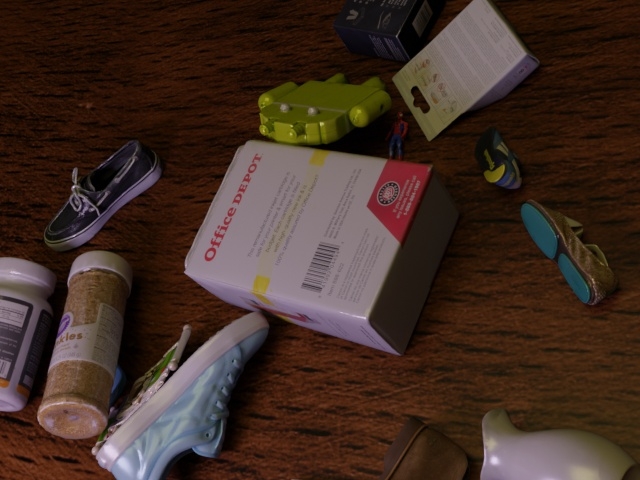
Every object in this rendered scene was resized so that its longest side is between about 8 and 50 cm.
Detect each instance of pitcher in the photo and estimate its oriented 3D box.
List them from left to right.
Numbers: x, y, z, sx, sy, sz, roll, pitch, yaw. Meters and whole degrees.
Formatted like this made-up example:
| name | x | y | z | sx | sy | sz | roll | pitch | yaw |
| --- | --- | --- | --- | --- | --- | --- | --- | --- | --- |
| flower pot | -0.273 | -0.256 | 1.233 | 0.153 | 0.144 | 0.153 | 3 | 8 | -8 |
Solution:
| name | x | y | z | sx | sy | sz | roll | pitch | yaw |
| --- | --- | --- | --- | --- | --- | --- | --- | --- | --- |
| pitcher | 0.309 | 0.334 | 1.159 | 0.207 | 0.125 | 0.178 | 9 | 89 | 43 |

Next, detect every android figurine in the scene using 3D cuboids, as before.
| name | x | y | z | sx | sy | sz | roll | pitch | yaw |
| --- | --- | --- | --- | --- | --- | --- | --- | --- | --- |
| android figurine | -0.001 | -0.243 | 1.592 | 0.248 | 0.056 | 0.273 | 14 | 35 | 35 |

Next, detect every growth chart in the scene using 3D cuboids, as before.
| name | x | y | z | sx | sy | sz | roll | pitch | yaw |
| --- | --- | --- | --- | --- | --- | --- | --- | --- | --- |
| growth chart | -0.311 | 0.259 | 1.534 | 0.237 | 0.021 | 0.172 | -47 | 13 | 9 |

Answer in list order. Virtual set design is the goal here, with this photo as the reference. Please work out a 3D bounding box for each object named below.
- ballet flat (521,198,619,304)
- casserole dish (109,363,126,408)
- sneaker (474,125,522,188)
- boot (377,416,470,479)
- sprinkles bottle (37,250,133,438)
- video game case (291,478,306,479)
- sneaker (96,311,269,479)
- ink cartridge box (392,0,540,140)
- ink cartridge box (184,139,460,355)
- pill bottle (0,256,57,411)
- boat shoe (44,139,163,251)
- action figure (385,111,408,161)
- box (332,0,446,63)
| name | x | y | z | sx | sy | sz | roll | pitch | yaw |
| --- | --- | --- | --- | --- | --- | --- | --- | --- | --- |
| ballet flat | 0.385 | 0.011 | 1.330 | 0.067 | 0.073 | 0.206 | -17 | 55 | -13 |
| casserole dish | -0.437 | 0.262 | 1.649 | 0.188 | 0.037 | 0.114 | 29 | 80 | 36 |
| sneaker | 0.301 | -0.136 | 1.461 | 0.053 | 0.059 | 0.144 | -51 | 27 | 35 |
| boot | 0.106 | 0.405 | 1.221 | 0.115 | 0.112 | 0.305 | 26 | 70 | 23 |
| sprinkles bottle | -0.423 | 0.182 | 1.586 | 0.121 | 0.121 | 0.355 | -21 | 42 | 17 |
| video game case | 0.006 | 0.447 | 1.314 | 0.143 | 0.019 | 0.157 | -3 | 62 | 27 |
| sneaker | -0.197 | 0.286 | 1.471 | 0.150 | 0.135 | 0.366 | 44 | 83 | 7 |
| ink cartridge box | 0.262 | -0.312 | 1.591 | 0.232 | 0.066 | 0.189 | -45 | 49 | 27 |
| ink cartridge box | 0.000 | 0.000 | 1.476 | 0.384 | 0.160 | 0.279 | 13 | 70 | 33 |
| pill bottle | -0.625 | 0.185 | 1.717 | 0.162 | 0.162 | 0.279 | -4 | 61 | 27 |
| boat shoe | -0.478 | -0.098 | 1.828 | 0.306 | 0.105 | 0.113 | -33 | 53 | 8 |
| action figure | 0.140 | -0.185 | 1.589 | 0.038 | 0.030 | 0.115 | -6 | 59 | 32 |
| box | 0.135 | -0.444 | 1.693 | 0.158 | 0.093 | 0.156 | 20 | 75 | 34 |
